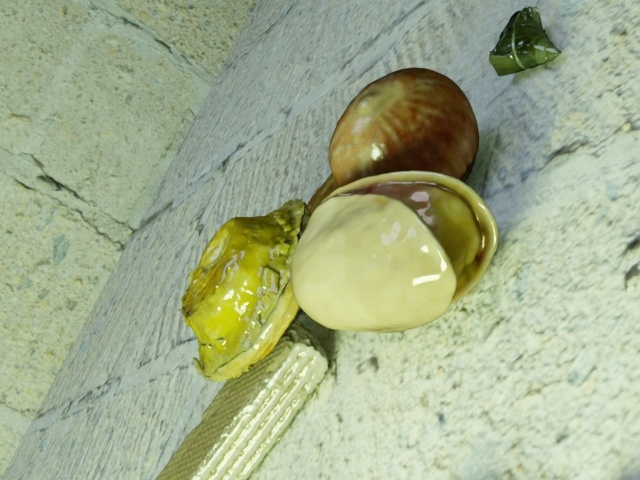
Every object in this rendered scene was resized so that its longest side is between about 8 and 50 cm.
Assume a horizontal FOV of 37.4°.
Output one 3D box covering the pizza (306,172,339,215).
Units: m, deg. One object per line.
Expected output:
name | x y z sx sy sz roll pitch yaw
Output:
pizza | 0.006 -0.023 1.488 0.258 0.087 0.268 -28 32 56

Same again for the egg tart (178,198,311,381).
egg tart | -0.113 0.059 1.341 0.295 0.116 0.295 -52 18 25

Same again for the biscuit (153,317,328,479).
biscuit | -0.141 0.297 1.327 0.426 0.078 0.144 -53 19 4

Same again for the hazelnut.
hazelnut | 0.108 -0.128 1.244 0.176 0.214 0.214 24 79 43

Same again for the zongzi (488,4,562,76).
zongzi | 0.297 -0.280 1.286 0.119 0.055 0.109 -3 52 51

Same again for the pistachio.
pistachio | 0.077 0.015 1.121 0.299 0.187 0.187 -22 38 55
